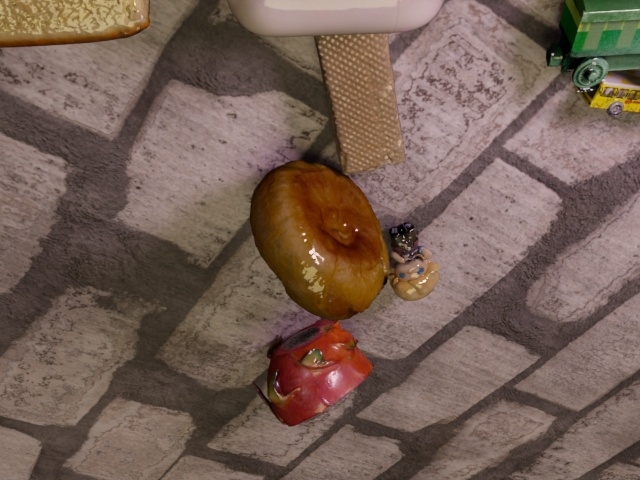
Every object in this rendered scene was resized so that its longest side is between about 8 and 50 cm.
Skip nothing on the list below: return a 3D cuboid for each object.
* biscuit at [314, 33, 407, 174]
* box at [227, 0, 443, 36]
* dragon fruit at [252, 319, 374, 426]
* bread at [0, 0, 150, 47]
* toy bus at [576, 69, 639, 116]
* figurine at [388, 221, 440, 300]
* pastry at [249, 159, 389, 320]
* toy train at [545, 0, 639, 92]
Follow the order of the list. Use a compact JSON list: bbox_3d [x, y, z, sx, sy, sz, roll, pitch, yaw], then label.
[{"bbox_3d":[0.072,-0.304,1.446,0.143,0.079,0.426,-11,135,2],"label":"biscuit"},{"bbox_3d":[0.023,-0.464,1.190,0.348,0.141,0.289,-3,105,-4],"label":"box"},{"bbox_3d":[-0.023,0.316,1.930,0.290,0.290,0.189,-31,96,21],"label":"dragon fruit"},{"bbox_3d":[-0.406,-0.409,1.107,0.332,0.324,0.143,-3,136,-2],"label":"bread"},{"bbox_3d":[0.628,-0.289,1.534,0.226,0.081,0.074,5,132,-12],"label":"toy bus"},{"bbox_3d":[0.211,0.049,1.801,0.114,0.108,0.196,-24,129,-12],"label":"figurine"},{"bbox_3d":[0.000,0.000,1.572,0.163,0.356,0.356,-29,132,33],"label":"pastry"},{"bbox_3d":[0.563,-0.380,1.398,0.300,0.120,0.202,-4,142,-2],"label":"toy train"}]
